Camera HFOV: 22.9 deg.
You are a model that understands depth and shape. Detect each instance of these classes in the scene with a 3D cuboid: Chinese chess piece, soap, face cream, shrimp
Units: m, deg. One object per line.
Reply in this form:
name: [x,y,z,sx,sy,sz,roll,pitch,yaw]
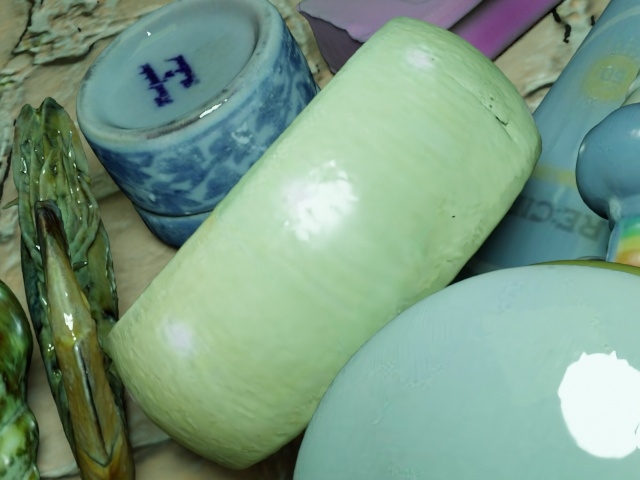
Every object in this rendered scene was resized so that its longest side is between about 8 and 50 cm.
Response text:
Chinese chess piece: [0.000,0.000,0.804,0.250,0.101,0.250,-48,3,3]
soap: [0.096,-0.180,1.073,0.203,0.065,0.122,-41,41,-17]
face cream: [0.173,-0.067,0.892,0.135,0.086,0.385,18,61,32]
shrimp: [-0.144,0.008,0.882,0.058,0.169,0.296,-11,58,-10]

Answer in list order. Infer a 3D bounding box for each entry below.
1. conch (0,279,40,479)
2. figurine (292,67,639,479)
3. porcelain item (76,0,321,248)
conch: [-0.241,0.095,0.924,0.187,0.124,0.181,-49,47,18]
figurine: [0.117,0.034,0.681,0.224,0.205,0.382,-8,43,23]
porcelain item: [-0.070,-0.075,1.011,0.147,0.114,0.147,-17,41,15]
